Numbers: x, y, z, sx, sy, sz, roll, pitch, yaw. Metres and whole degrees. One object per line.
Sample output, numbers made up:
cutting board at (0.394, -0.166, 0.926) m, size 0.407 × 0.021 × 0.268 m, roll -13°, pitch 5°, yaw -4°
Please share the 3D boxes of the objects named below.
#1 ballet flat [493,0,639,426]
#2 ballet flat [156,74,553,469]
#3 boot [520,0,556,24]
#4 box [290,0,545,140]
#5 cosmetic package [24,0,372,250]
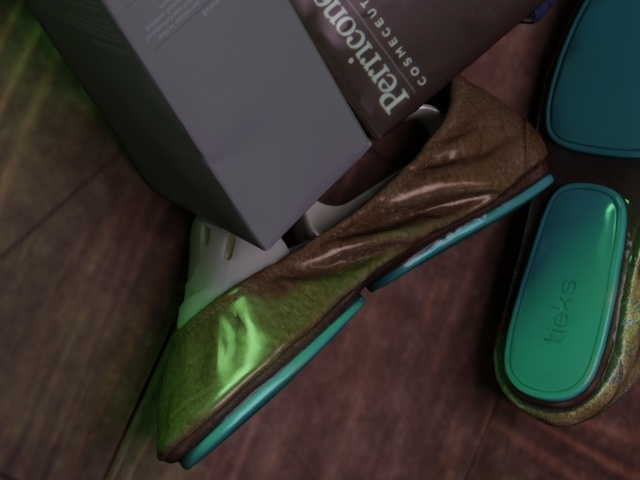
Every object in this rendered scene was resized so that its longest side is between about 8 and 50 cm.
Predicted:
ballet flat at (0.204, -0.041, 1.314) m, size 0.123 × 0.123 × 0.348 m, roll 19°, pitch 83°, yaw -30°
ballet flat at (0.000, 0.000, 1.197) m, size 0.342 × 0.116 × 0.124 m, roll -37°, pitch 89°, yaw -25°
boot at (0.123, -0.239, 1.274) m, size 0.086 × 0.069 × 0.190 m, roll -46°, pitch 115°, yaw -25°
box at (0.104, -0.259, 1.163) m, size 0.381 × 0.143 × 0.191 m, roll -40°, pitch 112°, yaw -3°
cosmetic package at (-0.083, -0.117, 1.082) m, size 0.107 × 0.127 × 0.238 m, roll -47°, pitch 134°, yaw -14°
